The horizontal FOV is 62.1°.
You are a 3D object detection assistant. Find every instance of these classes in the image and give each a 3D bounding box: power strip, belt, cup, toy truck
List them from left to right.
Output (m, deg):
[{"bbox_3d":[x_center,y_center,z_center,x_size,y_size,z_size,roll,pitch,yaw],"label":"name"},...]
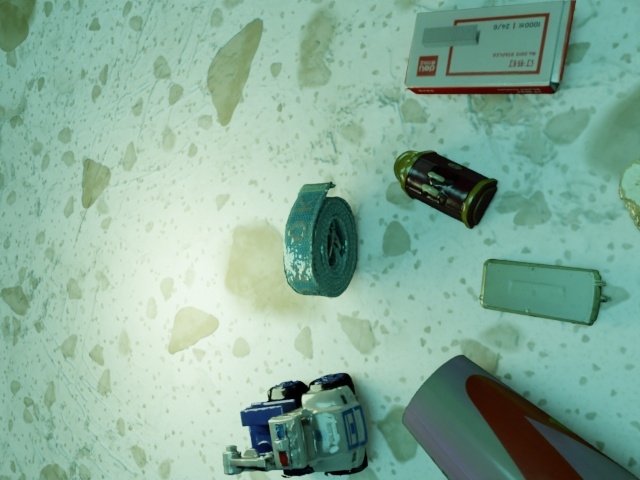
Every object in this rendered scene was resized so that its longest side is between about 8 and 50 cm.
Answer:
[{"bbox_3d":[-0.039,0.310,0.853,0.213,0.177,0.161,-18,77,31],"label":"toy truck"},{"bbox_3d":[-0.001,0.009,0.870,0.082,0.147,0.163,2,60,35],"label":"belt"},{"bbox_3d":[0.253,0.289,0.675,0.288,0.203,0.203,40,108,34],"label":"cup"},{"bbox_3d":[0.308,0.070,0.734,0.169,0.028,0.076,7,91,34],"label":"power strip"}]

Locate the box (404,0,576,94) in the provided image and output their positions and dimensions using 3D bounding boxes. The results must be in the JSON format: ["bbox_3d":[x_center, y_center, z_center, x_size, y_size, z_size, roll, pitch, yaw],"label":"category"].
[{"bbox_3d":[0.244,-0.279,0.783,0.229,0.050,0.123,11,93,33],"label":"box"}]

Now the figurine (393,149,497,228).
[{"bbox_3d":[0.171,-0.085,0.791,0.154,0.098,0.082,32,107,27],"label":"figurine"}]

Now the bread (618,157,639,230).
[{"bbox_3d":[0.489,-0.022,0.619,0.182,0.039,0.251,-37,69,25],"label":"bread"}]
